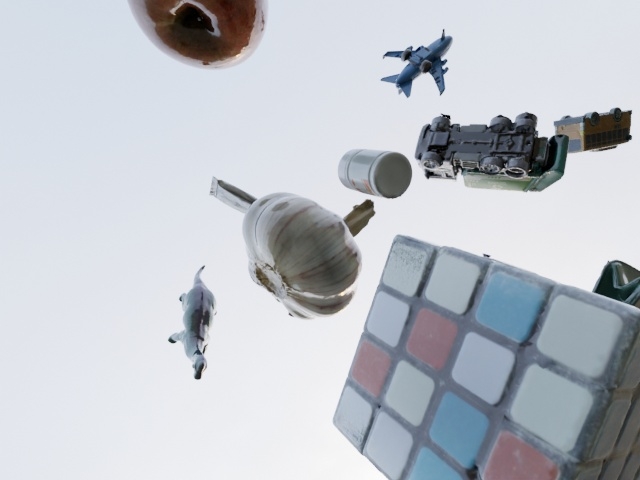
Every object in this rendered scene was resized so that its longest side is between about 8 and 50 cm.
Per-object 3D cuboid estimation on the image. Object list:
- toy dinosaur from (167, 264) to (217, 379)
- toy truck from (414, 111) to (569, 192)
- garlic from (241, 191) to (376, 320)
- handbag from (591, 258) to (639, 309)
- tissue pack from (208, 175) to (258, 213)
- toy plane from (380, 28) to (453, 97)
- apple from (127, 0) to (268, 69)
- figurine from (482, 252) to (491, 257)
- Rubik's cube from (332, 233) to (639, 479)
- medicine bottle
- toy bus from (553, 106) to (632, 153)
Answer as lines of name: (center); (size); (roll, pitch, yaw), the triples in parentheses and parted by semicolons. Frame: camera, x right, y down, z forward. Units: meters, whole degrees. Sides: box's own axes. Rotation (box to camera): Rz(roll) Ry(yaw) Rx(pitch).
toy dinosaur: (-0.318, 0.190, 1.147); (0.130, 0.383, 0.331); (12, -27, -20)
toy truck: (0.312, -0.157, 0.792); (0.124, 0.254, 0.114); (47, -123, -55)
garlic: (0.000, 0.000, 0.768); (0.253, 0.245, 0.245); (-37, -48, -24)
handbag: (0.628, 0.183, 0.858); (0.327, 0.089, 0.238); (20, -78, -32)
tissue pack: (-0.220, -0.107, 1.198); (0.193, 0.122, 0.026); (27, -113, -8)
toy plane: (0.330, -0.577, 1.379); (0.271, 0.254, 0.105); (-46, -24, -2)
apple: (-0.203, -0.434, 0.735); (0.254, 0.253, 0.253); (-15, -55, -22)
figurine: (0.495, 0.133, 1.408); (0.195, 0.102, 0.111); (-33, -90, -15)
Rubik's cube: (0.210, 0.159, 0.482); (0.259, 0.253, 0.256); (15, -84, -39)
medicine bottle: (0.066, -0.084, 0.528); (0.057, 0.089, 0.057); (-8, -73, -26)
toy bus: (0.687, -0.273, 1.072); (0.182, 0.091, 0.103); (-13, -78, -21)
